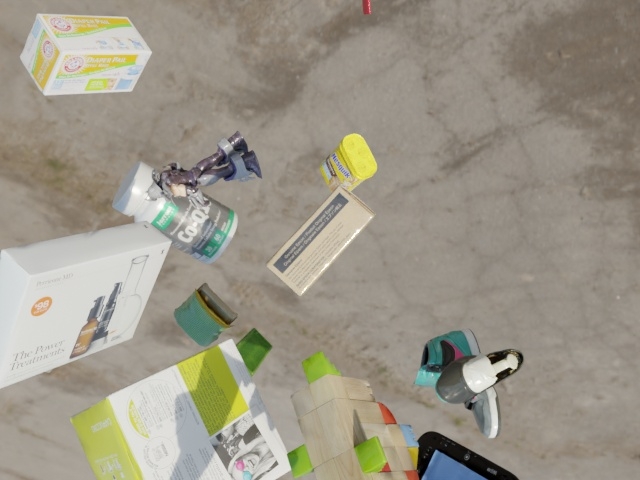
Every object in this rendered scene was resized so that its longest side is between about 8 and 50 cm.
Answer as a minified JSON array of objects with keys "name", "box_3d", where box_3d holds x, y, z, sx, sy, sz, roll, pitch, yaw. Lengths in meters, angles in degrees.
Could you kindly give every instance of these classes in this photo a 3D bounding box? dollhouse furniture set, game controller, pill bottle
[{"name":"dollhouse furniture set","box_3d":[-0.328,0.304,2.237,0.301,0.151,0.197,45,124,-2]},{"name":"game controller","box_3d":[0.271,0.498,1.483,0.067,0.166,0.319,24,175,-29]},{"name":"pill bottle","box_3d":[-0.464,-0.090,2.379,0.361,0.204,0.204,31,144,-24]}]

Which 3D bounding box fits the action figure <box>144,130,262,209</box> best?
[{"name":"action figure","box_3d":[-0.293,-0.154,1.801,0.285,0.185,0.099,-25,140,-14]}]

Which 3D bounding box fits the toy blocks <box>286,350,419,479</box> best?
[{"name":"toy blocks","box_3d":[0.097,0.416,1.426,0.191,0.381,0.261,-35,149,24]}]

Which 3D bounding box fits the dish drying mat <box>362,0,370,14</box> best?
[{"name":"dish drying mat","box_3d":[0.091,-0.503,1.511,0.008,0.083,0.032,-9,-164,-17]}]

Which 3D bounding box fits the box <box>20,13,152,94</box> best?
[{"name":"box","box_3d":[-0.450,-0.359,1.434,0.103,0.203,0.114,54,129,16]}]

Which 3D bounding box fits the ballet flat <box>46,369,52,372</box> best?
[{"name":"ballet flat","box_3d":[-0.728,0.271,1.756,0.213,0.068,0.072,10,-174,11]}]

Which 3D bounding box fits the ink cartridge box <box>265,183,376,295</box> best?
[{"name":"ink cartridge box","box_3d":[0.000,0.000,1.367,0.088,0.193,0.234,41,179,1]}]

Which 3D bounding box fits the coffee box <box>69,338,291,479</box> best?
[{"name":"coffee box","box_3d":[-0.337,0.473,1.751,0.338,0.335,0.338,-33,82,53]}]

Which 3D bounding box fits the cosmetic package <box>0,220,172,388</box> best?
[{"name":"cosmetic package","box_3d":[-0.506,0.122,1.533,0.097,0.377,0.284,34,115,21]}]

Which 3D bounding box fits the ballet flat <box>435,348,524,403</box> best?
[{"name":"ballet flat","box_3d":[0.378,0.298,1.716,0.281,0.095,0.096,-13,164,-45]}]

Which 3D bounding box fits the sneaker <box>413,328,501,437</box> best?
[{"name":"sneaker","box_3d":[0.325,0.356,1.841,0.179,0.295,0.123,-5,141,-10]}]

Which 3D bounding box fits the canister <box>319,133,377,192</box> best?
[{"name":"canister","box_3d":[0.073,-0.204,2.065,0.126,0.073,0.170,63,151,7]}]
